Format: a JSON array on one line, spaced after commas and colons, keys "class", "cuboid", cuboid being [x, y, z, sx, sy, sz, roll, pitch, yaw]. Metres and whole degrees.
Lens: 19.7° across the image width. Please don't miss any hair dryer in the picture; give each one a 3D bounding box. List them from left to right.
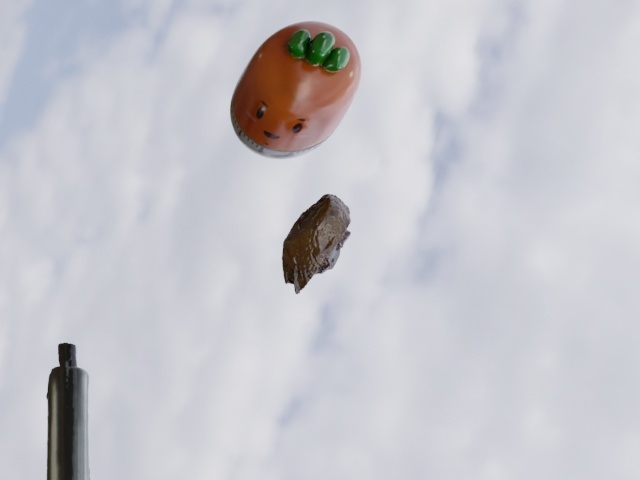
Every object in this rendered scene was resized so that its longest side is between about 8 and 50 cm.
[{"class": "hair dryer", "cuboid": [-0.336, 0.260, 1.956, 0.156, 0.320, 0.284, -65, -145, 36]}]

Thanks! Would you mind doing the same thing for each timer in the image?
[{"class": "timer", "cuboid": [-0.014, -0.138, 1.600, 0.136, 0.099, 0.136, -52, -173, 10]}]

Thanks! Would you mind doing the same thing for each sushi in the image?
[{"class": "sushi", "cuboid": [0.000, 0.000, 1.571, 0.099, 0.047, 0.050, -51, -160, -23]}]
